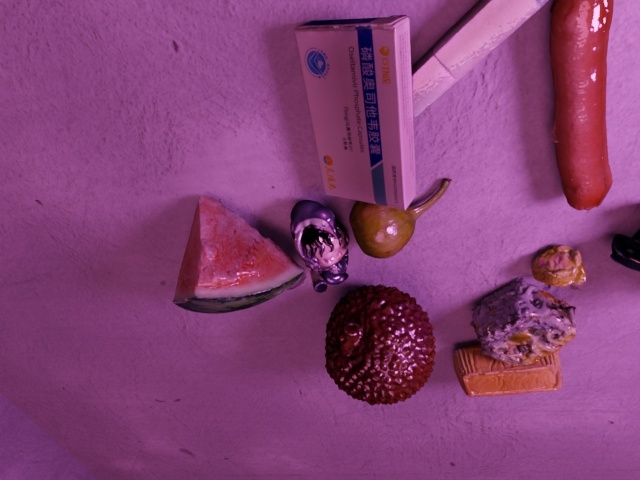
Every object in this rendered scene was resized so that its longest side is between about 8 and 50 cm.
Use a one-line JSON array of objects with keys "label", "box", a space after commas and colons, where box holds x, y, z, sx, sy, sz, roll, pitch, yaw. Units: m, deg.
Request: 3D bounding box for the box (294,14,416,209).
[{"label": "box", "box": [0.075, -0.230, 0.819, 0.200, 0.065, 0.343, 16, 135, 32]}]

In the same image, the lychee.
[{"label": "lychee", "box": [0.155, 0.265, 1.106, 0.306, 0.306, 0.330, -32, 143, 31]}]

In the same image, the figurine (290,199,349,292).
[{"label": "figurine", "box": [0.000, 0.000, 1.039, 0.145, 0.145, 0.222, -2, 130, 12]}]

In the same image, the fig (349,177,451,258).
[{"label": "fig", "box": [0.185, -0.061, 0.970, 0.245, 0.149, 0.149, -28, 121, 6]}]

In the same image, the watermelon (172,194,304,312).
[{"label": "watermelon", "box": [-0.246, 0.069, 1.076, 0.292, 0.283, 0.250, 54, 130, 23]}]

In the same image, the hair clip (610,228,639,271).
[{"label": "hair clip", "box": [0.774, 0.049, 0.867, 0.310, 0.206, 0.194, 17, 129, -3]}]

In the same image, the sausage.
[{"label": "sausage", "box": [0.468, -0.234, 0.775, 0.094, 0.094, 0.419, 10, 137, 42]}]

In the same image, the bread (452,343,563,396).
[{"label": "bread", "box": [0.527, 0.363, 1.225, 0.288, 0.119, 0.152, -12, 122, 18]}]

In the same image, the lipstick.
[{"label": "lipstick", "box": [0.261, -0.347, 0.736, 0.068, 0.066, 0.317, 38, 125, -19]}]

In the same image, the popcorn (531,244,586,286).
[{"label": "popcorn", "box": [0.545, 0.066, 0.999, 0.109, 0.097, 0.089, -15, 122, 39]}]

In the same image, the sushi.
[{"label": "sushi", "box": [0.511, 0.206, 1.089, 0.184, 0.139, 0.274, 33, 124, -19]}]
